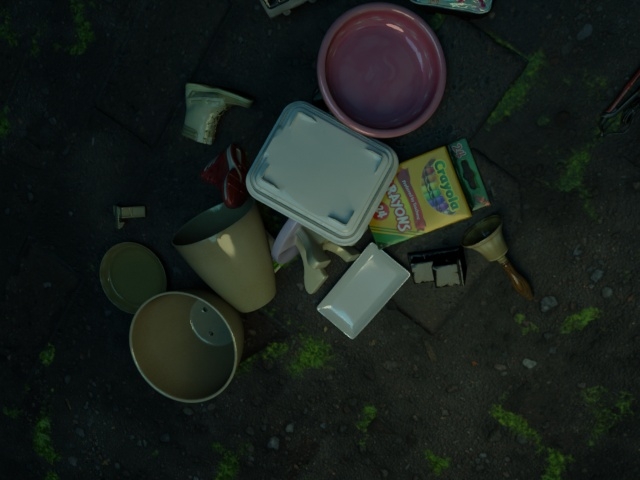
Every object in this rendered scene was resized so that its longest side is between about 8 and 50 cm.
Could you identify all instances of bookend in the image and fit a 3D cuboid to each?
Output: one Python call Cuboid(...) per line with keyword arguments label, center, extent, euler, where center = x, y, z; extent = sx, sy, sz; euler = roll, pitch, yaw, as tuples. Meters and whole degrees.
Cuboid(label="bookend", center=(0.304, 0.075, 1.648), extent=(0.157, 0.156, 0.072), euler=(-9, 100, 18))

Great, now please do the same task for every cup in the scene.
Cuboid(label="cup", center=(-0.356, 0.272, 1.830), extent=(0.330, 0.237, 0.331), euler=(4, 105, 15))

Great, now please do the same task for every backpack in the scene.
Cuboid(label="backpack", center=(0.324, -0.673, 1.460), extent=(0.225, 0.191, 0.254), euler=(15, 101, 12))

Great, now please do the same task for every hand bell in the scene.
Cuboid(label="hand bell", center=(0.492, 0.062, 1.638), extent=(0.126, 0.126, 0.242), euler=(-35, 105, 20))

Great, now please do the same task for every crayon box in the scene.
Cuboid(label="crayon box", center=(0.267, -0.125, 1.651), extent=(0.318, 0.081, 0.202), euler=(-21, 96, 18))

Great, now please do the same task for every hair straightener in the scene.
Cuboid(label="hair straightener", center=(0.760, -0.338, 1.484), extent=(0.089, 0.047, 0.230), euler=(35, 109, 5))

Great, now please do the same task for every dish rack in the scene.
Cuboid(label="dish rack", center=(0.004, -0.174, 1.550), extent=(0.332, 0.072, 0.286), euler=(29, 87, 2))

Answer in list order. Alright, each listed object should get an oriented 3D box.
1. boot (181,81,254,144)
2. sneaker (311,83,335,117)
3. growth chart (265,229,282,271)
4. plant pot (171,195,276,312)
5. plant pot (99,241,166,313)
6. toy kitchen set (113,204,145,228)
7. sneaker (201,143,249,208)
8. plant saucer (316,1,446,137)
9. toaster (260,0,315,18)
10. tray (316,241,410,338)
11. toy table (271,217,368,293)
Cuboid(label="boot", center=(-0.294, -0.352, 1.754), extent=(0.213, 0.077, 0.165), euler=(15, 106, 17))
Cuboid(label="sneaker", center=(0.047, -0.403, 1.625), extent=(0.108, 0.121, 0.302), euler=(20, 107, 10))
Cuboid(label="growth chart", center=(-0.210, 0.018, 1.847), extent=(0.237, 0.021, 0.172), euler=(41, 111, 4))
Cuboid(label="plant pot", center=(-0.239, 0.057, 1.744), extent=(0.256, 0.256, 0.274), euler=(-18, 114, 18))
Cuboid(label="plant pot", center=(-0.589, 0.117, 1.967), extent=(0.236, 0.032, 0.237), euler=(3, 103, 14))
Cuboid(label="toy kitchen set", center=(-0.595, -0.075, 1.925), extent=(0.083, 0.075, 0.068), euler=(14, 107, 53))
Cuboid(label="sneaker", center=(-0.273, -0.160, 1.752), extent=(0.128, 0.221, 0.087), euler=(-27, 134, 30))
Cuboid(label="plant saucer", center=(0.148, -0.421, 1.558), extent=(0.331, 0.084, 0.332), euler=(0, 91, -11))
Cuboid(label="toaster", center=(-0.088, -0.679, 1.566), extent=(0.168, 0.110, 0.186), euler=(-19, 133, 17))
Cuboid(label="tray", center=(0.122, 0.144, 1.780), extent=(0.145, 0.030, 0.270), euler=(40, 109, 3))
Cuboid(label="toy table", center=(0.000, 0.000, 1.681), extent=(0.161, 0.252, 0.274), euler=(45, 125, 18))
